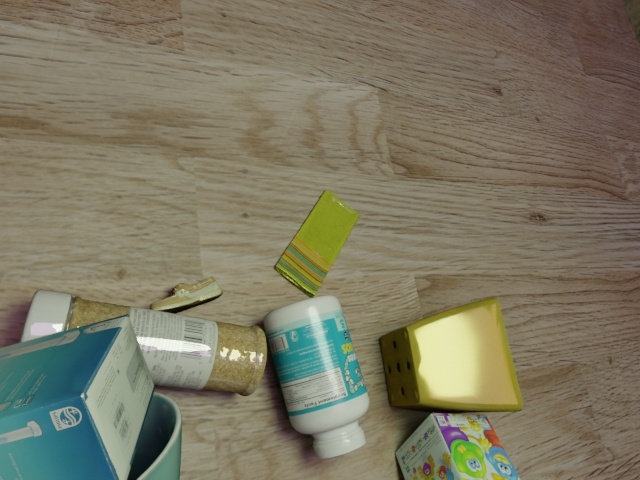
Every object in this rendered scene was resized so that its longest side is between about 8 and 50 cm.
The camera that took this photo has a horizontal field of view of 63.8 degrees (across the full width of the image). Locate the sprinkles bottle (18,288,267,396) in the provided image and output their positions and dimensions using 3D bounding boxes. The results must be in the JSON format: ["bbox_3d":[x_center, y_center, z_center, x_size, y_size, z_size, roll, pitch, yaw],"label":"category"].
[{"bbox_3d":[-0.267,0.167,0.808,0.356,0.121,0.121,15,64,-25],"label":"sprinkles bottle"}]

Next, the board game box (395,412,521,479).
[{"bbox_3d":[0.270,0.468,0.914,0.142,0.144,0.275,11,36,-26],"label":"board game box"}]

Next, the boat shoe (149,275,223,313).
[{"bbox_3d":[-0.238,0.097,0.899,0.135,0.050,0.045,-14,75,-43],"label":"boat shoe"}]

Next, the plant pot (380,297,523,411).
[{"bbox_3d":[0.239,0.244,1.030,0.187,0.212,0.212,-1,72,-17],"label":"plant pot"}]

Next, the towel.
[{"bbox_3d":[0.000,0.000,1.088,0.102,0.021,0.237,39,57,-12],"label":"towel"}]

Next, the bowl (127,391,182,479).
[{"bbox_3d":[-0.307,0.340,0.639,0.312,0.312,0.163,-22,106,-34],"label":"bowl"}]

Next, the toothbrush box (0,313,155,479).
[{"bbox_3d":[-0.369,0.214,0.593,0.296,0.216,0.126,-14,106,-6],"label":"toothbrush box"}]

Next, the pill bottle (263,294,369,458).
[{"bbox_3d":[-0.001,0.240,0.918,0.146,0.146,0.263,-10,77,-32],"label":"pill bottle"}]
